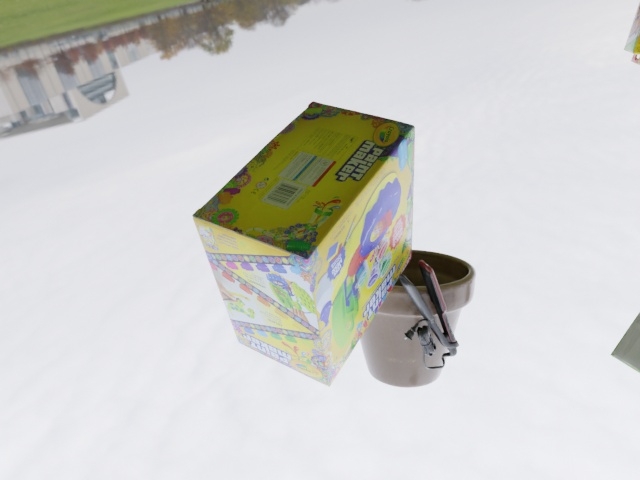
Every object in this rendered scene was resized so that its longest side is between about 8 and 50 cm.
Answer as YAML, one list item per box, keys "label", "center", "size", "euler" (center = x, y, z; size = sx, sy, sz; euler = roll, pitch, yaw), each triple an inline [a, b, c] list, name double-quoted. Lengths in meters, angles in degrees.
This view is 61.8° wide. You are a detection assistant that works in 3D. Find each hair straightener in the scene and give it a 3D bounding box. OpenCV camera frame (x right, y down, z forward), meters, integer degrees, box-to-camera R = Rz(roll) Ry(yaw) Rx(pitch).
- label: "hair straightener"
  center: [0.176, 0.142, 0.910]
  size: [0.089, 0.230, 0.047]
  euler: [-31, -145, -8]

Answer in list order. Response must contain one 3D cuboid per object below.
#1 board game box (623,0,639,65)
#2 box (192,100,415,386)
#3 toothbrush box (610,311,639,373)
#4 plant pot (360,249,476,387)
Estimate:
- label: "board game box"
  center: [0.762, -0.545, 1.236]
  size: [0.039, 0.259, 0.124]
  euler: [11, -155, 16]
- label: "box"
  center: [0.000, 0.000, 0.798]
  size: [0.177, 0.279, 0.290]
  euler: [20, -128, 25]
- label: "toothbrush box"
  center: [0.859, 0.245, 1.351]
  size: [0.122, 0.206, 0.283]
  euler: [35, -172, 34]
- label: "plant pot"
  center: [0.172, 0.158, 1.066]
  size: [0.263, 0.229, 0.263]
  euler: [-2, -167, 0]
